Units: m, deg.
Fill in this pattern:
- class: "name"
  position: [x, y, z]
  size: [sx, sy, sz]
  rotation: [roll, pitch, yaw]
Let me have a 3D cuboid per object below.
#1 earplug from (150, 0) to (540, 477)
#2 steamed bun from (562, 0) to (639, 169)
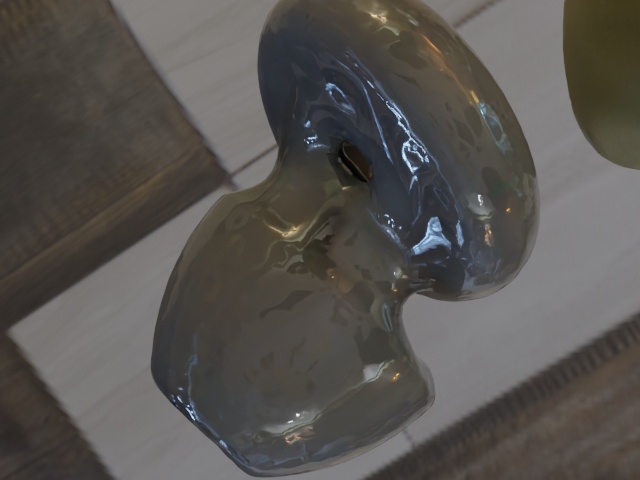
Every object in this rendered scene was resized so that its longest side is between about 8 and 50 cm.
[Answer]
- class: "earplug"
  position: [0.009, -0.002, 1.006]
  size: [0.214, 0.175, 0.326]
  rotation: [42, 126, 30]
- class: "steamed bun"
  position: [0.239, -0.162, 0.981]
  size: [0.154, 0.200, 0.250]
  rotation: [30, 82, -38]
